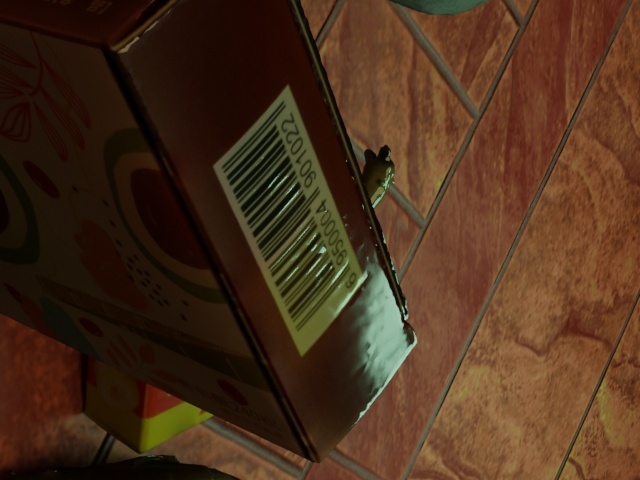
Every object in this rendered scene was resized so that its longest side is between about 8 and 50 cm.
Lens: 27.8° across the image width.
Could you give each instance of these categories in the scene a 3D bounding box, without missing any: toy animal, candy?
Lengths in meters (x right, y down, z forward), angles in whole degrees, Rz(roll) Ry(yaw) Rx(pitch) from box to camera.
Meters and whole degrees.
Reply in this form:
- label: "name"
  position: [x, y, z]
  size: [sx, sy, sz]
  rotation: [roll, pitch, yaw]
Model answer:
- label: "toy animal"
  position: [0.000, 0.000, 1.316]
  size: [0.103, 0.101, 0.219]
  rotation: [45, 67, -48]
- label: "candy"
  position: [-0.126, 0.040, 1.156]
  size: [0.146, 0.088, 0.276]
  rotation: [-26, 133, -46]

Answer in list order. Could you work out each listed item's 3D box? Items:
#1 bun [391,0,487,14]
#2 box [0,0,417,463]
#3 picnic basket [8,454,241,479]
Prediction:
- label: "bun"
  position: [0.107, -0.394, 1.198]
  size: [0.362, 0.211, 0.362]
  rotation: [-27, 124, -48]
- label: "box"
  position: [-0.159, -0.060, 0.837]
  size: [0.122, 0.385, 0.345]
  rotation: [-50, 140, -27]
- label: "picnic basket"
  position: [-0.131, 0.373, 1.131]
  size: [0.293, 0.337, 0.337]
  rotation: [10, 97, -55]
